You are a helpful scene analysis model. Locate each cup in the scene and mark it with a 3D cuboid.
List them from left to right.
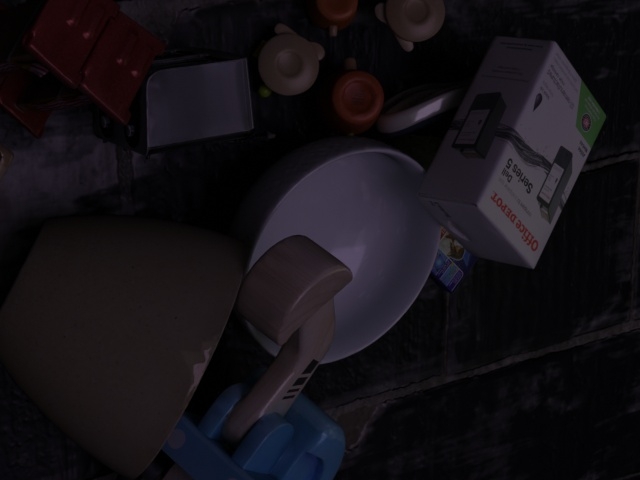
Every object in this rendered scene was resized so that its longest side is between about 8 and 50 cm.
[{"bbox_3d":[-0.272,0.098,1.475,0.237,0.331,0.331,27,88,-12],"label":"cup"}]

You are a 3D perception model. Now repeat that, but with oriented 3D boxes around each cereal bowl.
[{"bbox_3d":[0.000,0.000,1.692,0.339,0.141,0.339,-19,125,-29],"label":"cereal bowl"}]

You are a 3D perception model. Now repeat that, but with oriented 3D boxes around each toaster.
[{"bbox_3d":[-0.182,-0.179,1.507,0.186,0.168,0.110,-13,111,-31],"label":"toaster"}]

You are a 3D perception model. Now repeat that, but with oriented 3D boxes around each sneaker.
[{"bbox_3d":[0.236,-0.177,1.816,0.350,0.131,0.148,-19,107,-31],"label":"sneaker"}]

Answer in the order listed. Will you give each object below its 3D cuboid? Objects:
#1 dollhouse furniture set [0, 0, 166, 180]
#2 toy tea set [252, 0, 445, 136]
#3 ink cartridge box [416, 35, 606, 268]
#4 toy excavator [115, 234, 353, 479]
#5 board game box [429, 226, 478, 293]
[{"bbox_3d":[-0.360,-0.106,1.334,0.152,0.201,0.374,39,66,-36],"label":"dollhouse furniture set"},{"bbox_3d":[0.055,-0.305,1.694,0.200,0.124,0.336,36,85,-7],"label":"toy tea set"},{"bbox_3d":[0.278,-0.125,1.703,0.198,0.115,0.273,41,71,-45],"label":"ink cartridge box"},{"bbox_3d":[-0.072,0.231,1.572,0.445,0.222,0.433,-55,152,-1],"label":"toy excavator"},{"bbox_3d":[0.228,-0.032,1.924,0.201,0.035,0.136,-53,126,-10],"label":"board game box"}]
